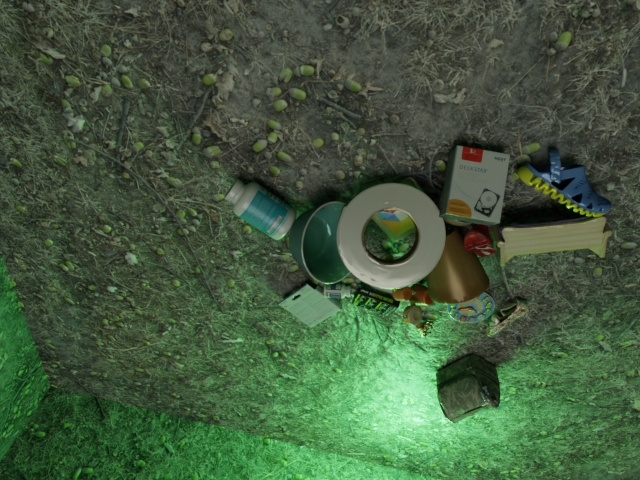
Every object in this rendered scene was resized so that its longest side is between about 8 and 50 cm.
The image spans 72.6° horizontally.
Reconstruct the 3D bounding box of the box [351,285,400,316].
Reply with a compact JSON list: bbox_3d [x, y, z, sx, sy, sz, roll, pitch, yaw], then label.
[{"bbox_3d":[0.244,0.275,1.944,0.184,0.045,0.190,21,158,3],"label":"box"}]

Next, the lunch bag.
[{"bbox_3d":[0.745,0.760,2.196,0.213,0.256,0.305,33,128,-18],"label":"lunch bag"}]

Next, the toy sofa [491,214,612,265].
[{"bbox_3d":[0.816,-0.033,1.568,0.363,0.150,0.177,-7,124,16],"label":"toy sofa"}]

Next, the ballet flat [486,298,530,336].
[{"bbox_3d":[0.815,0.336,1.938,0.077,0.091,0.241,38,119,-8],"label":"ballet flat"}]

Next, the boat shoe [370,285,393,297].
[{"bbox_3d":[0.234,0.158,1.884,0.255,0.079,0.095,33,130,-15],"label":"boat shoe"}]

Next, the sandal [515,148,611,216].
[{"bbox_3d":[0.818,-0.191,1.429,0.317,0.126,0.138,29,120,0],"label":"sandal"}]

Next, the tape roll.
[{"bbox_3d":[0.249,-0.019,1.573,0.392,0.072,0.391,0,100,3],"label":"tape roll"}]

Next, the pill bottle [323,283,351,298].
[{"bbox_3d":[0.078,0.229,1.981,0.120,0.067,0.067,2,131,9],"label":"pill bottle"}]

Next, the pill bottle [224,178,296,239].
[{"bbox_3d":[-0.233,-0.126,1.675,0.264,0.146,0.146,34,128,-19],"label":"pill bottle"}]

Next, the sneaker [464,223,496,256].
[{"bbox_3d":[0.577,-0.026,1.617,0.087,0.128,0.221,-19,151,27],"label":"sneaker"}]

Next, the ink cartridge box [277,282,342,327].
[{"bbox_3d":[-0.051,0.302,2.081,0.224,0.045,0.223,40,125,-21],"label":"ink cartridge box"}]

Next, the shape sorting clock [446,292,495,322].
[{"bbox_3d":[0.673,0.300,1.953,0.206,0.040,0.206,5,131,6],"label":"shape sorting clock"}]

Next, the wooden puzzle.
[{"bbox_3d":[0.311,-0.107,1.663,0.239,0.044,0.221,-29,120,30],"label":"wooden puzzle"}]

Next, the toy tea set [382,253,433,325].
[{"bbox_3d":[0.355,0.186,1.846,0.124,0.200,0.336,5,126,56],"label":"toy tea set"}]

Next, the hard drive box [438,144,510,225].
[{"bbox_3d":[0.509,-0.179,1.448,0.181,0.232,0.089,9,175,1],"label":"hard drive box"}]

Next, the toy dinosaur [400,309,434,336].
[{"bbox_3d":[0.474,0.405,2.065,0.112,0.064,0.211,-19,124,26],"label":"toy dinosaur"}]

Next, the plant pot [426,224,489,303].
[{"bbox_3d":[0.504,0.077,1.689,0.237,0.237,0.254,-15,110,21],"label":"plant pot"}]

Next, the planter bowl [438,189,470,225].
[{"bbox_3d":[0.492,-0.119,1.560,0.162,0.162,0.109,13,161,-1],"label":"planter bowl"}]

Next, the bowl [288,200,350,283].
[{"bbox_3d":[0.000,0.000,1.675,0.163,0.311,0.311,10,142,48],"label":"bowl"}]
